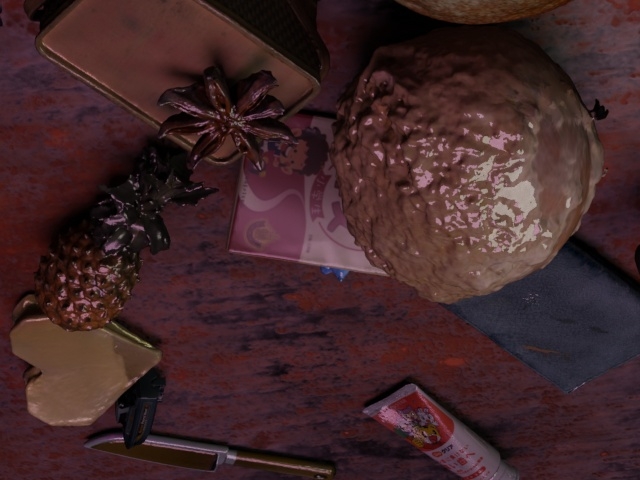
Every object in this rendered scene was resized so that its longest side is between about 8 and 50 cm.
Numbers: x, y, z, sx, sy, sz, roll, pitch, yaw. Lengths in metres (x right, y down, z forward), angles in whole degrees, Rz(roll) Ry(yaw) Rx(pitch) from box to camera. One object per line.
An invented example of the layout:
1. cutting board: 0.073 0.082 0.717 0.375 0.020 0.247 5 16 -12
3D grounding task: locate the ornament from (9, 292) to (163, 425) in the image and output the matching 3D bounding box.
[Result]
1. ornament: -0.284 0.144 2.009 0.180 0.059 0.201 -3 136 -2

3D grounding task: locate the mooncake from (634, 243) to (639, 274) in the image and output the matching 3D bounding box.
1. mooncake: 0.492 0.081 1.775 0.154 0.306 0.306 -39 126 24

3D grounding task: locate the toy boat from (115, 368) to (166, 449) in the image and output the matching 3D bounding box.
1. toy boat: -0.237 0.222 2.094 0.060 0.055 0.141 2 139 -15

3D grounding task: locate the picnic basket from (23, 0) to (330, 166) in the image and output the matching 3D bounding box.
1. picnic basket: -0.134 -0.209 1.556 0.267 0.139 0.165 31 129 -30

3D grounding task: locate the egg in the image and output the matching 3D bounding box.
1. egg: 0.144 -0.080 1.621 0.279 0.279 0.310 -9 141 10

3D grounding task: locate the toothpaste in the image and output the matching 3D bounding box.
1. toothpaste: 0.167 0.263 2.153 0.234 0.057 0.089 38 127 -25

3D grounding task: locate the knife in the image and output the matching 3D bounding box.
1. knife: -0.148 0.297 2.200 0.343 0.027 0.061 11 141 -13

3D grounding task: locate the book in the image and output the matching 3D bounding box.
1. book: 0.024 -0.049 1.761 0.232 0.022 0.162 9 102 -9

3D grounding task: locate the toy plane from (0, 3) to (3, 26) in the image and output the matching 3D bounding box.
1. toy plane: -0.465 -0.271 1.459 0.382 0.155 0.106 10 154 -8

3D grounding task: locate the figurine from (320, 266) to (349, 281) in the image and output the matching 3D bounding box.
1. figurine: 0.000 0.000 1.835 0.114 0.079 0.114 20 142 17

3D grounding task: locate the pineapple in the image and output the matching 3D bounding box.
1. pineapple: -0.224 -0.007 1.806 0.125 0.125 0.251 25 126 -26

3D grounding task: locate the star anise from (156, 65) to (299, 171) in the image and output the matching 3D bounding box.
1. star anise: -0.089 -0.118 1.520 0.141 0.042 0.141 -2 140 -2

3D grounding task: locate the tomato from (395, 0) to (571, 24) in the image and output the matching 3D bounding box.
1. tomato: 0.129 -0.324 1.358 0.239 0.303 0.303 -6 140 29

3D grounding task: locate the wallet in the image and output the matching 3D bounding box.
1. wallet: 0.243 0.054 1.921 0.191 0.046 0.379 -33 130 32
